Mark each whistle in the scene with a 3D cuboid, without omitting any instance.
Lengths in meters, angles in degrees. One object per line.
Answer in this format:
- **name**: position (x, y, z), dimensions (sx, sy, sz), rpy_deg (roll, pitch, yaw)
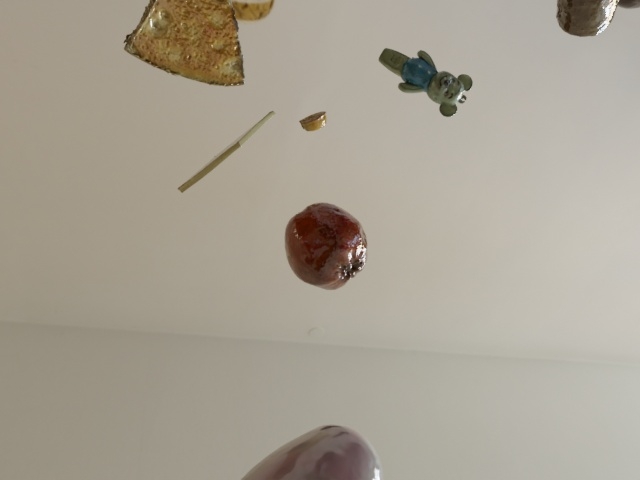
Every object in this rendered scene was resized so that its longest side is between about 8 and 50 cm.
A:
- **whistle**: position (0.249, -0.397, 1.139), dimensions (0.236, 0.114, 0.077), rpy_deg (31, -176, 3)

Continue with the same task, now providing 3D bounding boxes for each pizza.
- **pizza**: position (-0.206, -0.365, 0.814), dimensions (0.204, 0.188, 0.080), rpy_deg (22, -163, -31)

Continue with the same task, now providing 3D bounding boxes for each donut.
- **donut**: position (-0.020, -0.406, 1.605), dimensions (0.097, 0.043, 0.108), rpy_deg (-22, -153, 1)

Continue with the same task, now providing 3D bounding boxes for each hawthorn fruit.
- **hawthorn fruit**: position (0.000, 0.000, 1.182), dimensions (0.205, 0.205, 0.253), rpy_deg (-13, -137, -38)

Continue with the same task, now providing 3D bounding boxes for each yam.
- **yam**: position (0.331, -0.326, 0.579), dimensions (0.084, 0.084, 0.127), rpy_deg (50, -178, 30)

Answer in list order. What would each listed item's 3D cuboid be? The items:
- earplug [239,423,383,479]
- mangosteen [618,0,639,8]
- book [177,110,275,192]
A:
- **earplug**: position (-0.044, 0.267, 0.348), dimensions (0.172, 0.172, 0.301), rpy_deg (34, -136, 13)
- **mangosteen**: position (0.467, -0.382, 0.689), dimensions (0.081, 0.081, 0.081), rpy_deg (15, -142, -12)
- **book**: position (-0.219, -0.205, 1.093), dimensions (0.018, 0.242, 0.170), rpy_deg (50, -138, -17)
